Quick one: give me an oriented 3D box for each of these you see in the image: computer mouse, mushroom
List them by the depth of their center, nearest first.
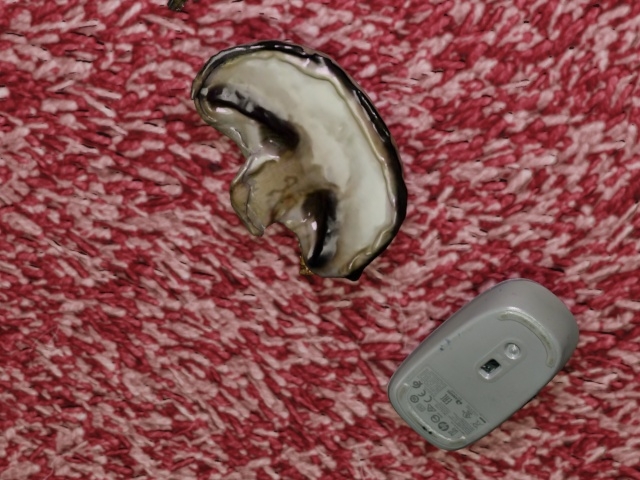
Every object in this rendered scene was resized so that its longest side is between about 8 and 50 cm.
[{"bbox_3d":[-0.023,-0.117,1.968,0.344,0.130,0.247,45,110,-5],"label":"mushroom"},{"bbox_3d":[0.225,0.165,2.042,0.159,0.097,0.288,42,120,-8],"label":"computer mouse"}]

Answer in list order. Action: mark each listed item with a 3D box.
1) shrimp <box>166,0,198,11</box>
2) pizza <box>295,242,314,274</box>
[{"bbox_3d":[-0.179,-0.413,1.937,0.150,0.051,0.217,24,102,3],"label":"shrimp"},{"bbox_3d":[0.002,0.014,2.057,0.100,0.029,0.099,36,110,-4],"label":"pizza"}]
